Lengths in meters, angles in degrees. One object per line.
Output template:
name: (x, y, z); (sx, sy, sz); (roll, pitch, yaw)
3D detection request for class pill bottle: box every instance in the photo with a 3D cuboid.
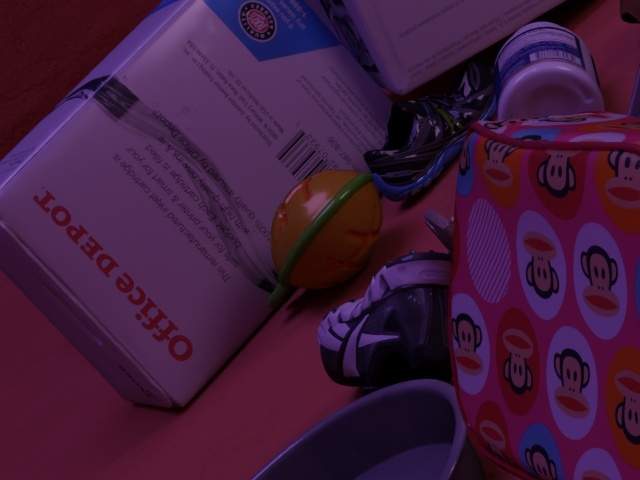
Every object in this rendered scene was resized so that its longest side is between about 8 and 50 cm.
pill bottle: (0.204, -0.140, 1.793); (0.094, 0.094, 0.169); (-37, 17, 17)

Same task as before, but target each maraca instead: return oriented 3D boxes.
maraca: (0.000, 0.000, 1.907); (0.127, 0.099, 0.185); (-40, -12, -34)

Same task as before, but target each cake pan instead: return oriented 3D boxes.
cake pan: (0.003, 0.219, 1.404); (0.293, 0.054, 0.293); (-38, 17, 14)

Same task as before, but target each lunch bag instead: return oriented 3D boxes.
lunch bag: (0.172, 0.059, 1.159); (0.120, 0.258, 0.293); (-3, 9, -20)

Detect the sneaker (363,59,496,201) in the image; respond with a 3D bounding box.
sneaker: (0.113, -0.121, 1.979); (0.188, 0.078, 0.067); (-48, 17, -27)

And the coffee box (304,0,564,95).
coffee box: (0.112, -0.398, 2.125); (0.338, 0.338, 0.334); (-30, 16, -7)

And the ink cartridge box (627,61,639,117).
ink cartridge box: (0.300, -0.173, 1.587); (0.175, 0.072, 0.127); (-65, -14, -54)

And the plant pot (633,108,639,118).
plant pot: (0.290, -0.054, 1.281); (0.165, 0.166, 0.234); (-52, 11, -31)

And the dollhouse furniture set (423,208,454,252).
dollhouse furniture set: (0.168, -0.028, 1.534); (0.151, 0.123, 0.144); (-42, 16, -1)

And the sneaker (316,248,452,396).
sneaker: (0.052, 0.094, 1.560); (0.234, 0.078, 0.106); (130, 139, -63)

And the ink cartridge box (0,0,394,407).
ink cartridge box: (-0.136, -0.064, 2.030); (0.395, 0.285, 0.166); (-47, 16, -20)

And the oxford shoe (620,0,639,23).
oxford shoe: (0.331, -0.209, 1.765); (0.212, 0.076, 0.076); (-149, 76, -71)
